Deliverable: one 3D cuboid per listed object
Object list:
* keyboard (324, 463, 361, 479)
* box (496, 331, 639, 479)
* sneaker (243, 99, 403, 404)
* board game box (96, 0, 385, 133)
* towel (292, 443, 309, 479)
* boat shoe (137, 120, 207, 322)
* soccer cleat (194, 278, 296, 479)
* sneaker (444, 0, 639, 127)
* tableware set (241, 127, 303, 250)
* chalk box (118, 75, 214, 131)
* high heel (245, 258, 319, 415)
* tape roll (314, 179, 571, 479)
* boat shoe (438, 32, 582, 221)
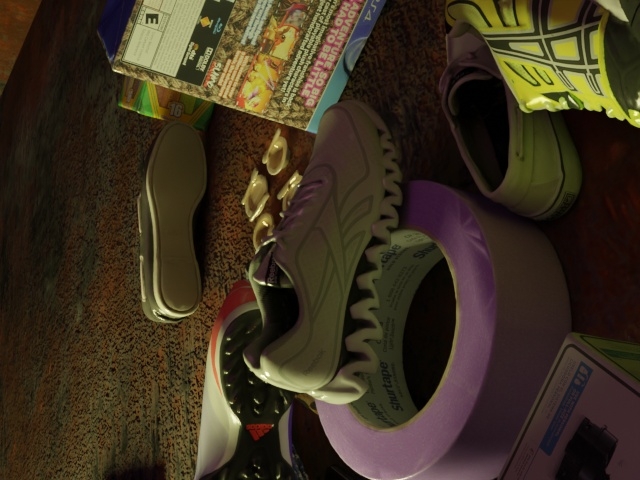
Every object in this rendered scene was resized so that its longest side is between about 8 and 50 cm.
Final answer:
[{"bbox_3d":[0.018,0.339,0.917,0.108,0.023,0.180,13,91,65],"label":"keyboard"},{"bbox_3d":[0.241,0.198,0.536,0.290,0.087,0.169,45,118,55],"label":"box"},{"bbox_3d":[0.000,0.000,0.809,0.110,0.118,0.292,-17,63,58],"label":"sneaker"},{"bbox_3d":[-0.093,-0.294,1.073,0.232,0.291,0.141,-63,32,22],"label":"board game box"},{"bbox_3d":[-0.061,0.357,1.008,0.243,0.040,0.336,-68,24,17],"label":"towel"},{"bbox_3d":[-0.253,-0.030,1.417,0.095,0.112,0.335,-22,64,49],"label":"boat shoe"},{"bbox_3d":[-0.081,0.196,0.929,0.116,0.109,0.318,-118,34,-66],"label":"soccer cleat"},{"bbox_3d":[0.227,-0.148,0.653,0.384,0.145,0.147,58,144,43],"label":"sneaker"},{"bbox_3d":[-0.068,-0.062,1.211,0.141,0.020,0.168,-56,36,31],"label":"tableware set"},{"bbox_3d":[-0.244,-0.311,1.489,0.132,0.132,0.213,29,105,59],"label":"chalk box"},{"bbox_3d":[-0.022,0.165,1.026,0.261,0.093,0.186,52,148,37],"label":"high heel"},{"bbox_3d":[0.099,0.086,0.812,0.275,0.090,0.274,-28,57,53],"label":"tape roll"},{"bbox_3d":[0.153,-0.134,0.805,0.096,0.088,0.267,-44,44,43],"label":"boat shoe"}]
